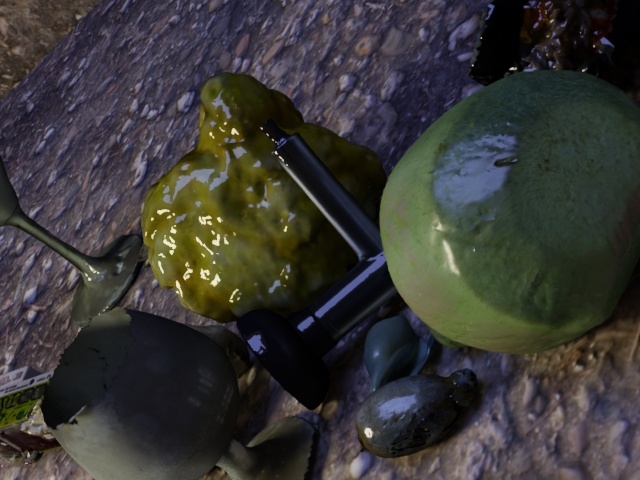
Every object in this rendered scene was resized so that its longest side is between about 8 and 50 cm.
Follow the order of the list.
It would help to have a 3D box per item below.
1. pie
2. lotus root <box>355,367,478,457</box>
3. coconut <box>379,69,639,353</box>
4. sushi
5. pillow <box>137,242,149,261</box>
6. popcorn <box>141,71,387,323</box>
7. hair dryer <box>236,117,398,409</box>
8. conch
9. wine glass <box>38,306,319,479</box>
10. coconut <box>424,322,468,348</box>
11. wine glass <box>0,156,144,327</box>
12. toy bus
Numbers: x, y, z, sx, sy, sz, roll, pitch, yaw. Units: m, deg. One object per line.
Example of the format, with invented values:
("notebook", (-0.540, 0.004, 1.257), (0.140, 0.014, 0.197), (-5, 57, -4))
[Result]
("pie", (-0.256, 0.197, 1.984), (0.337, 0.338, 0.075), (-31, 71, 34))
("lotus root", (0.109, 0.200, 1.633), (0.165, 0.088, 0.088), (-29, 35, 22))
("coconut", (0.216, -0.031, 1.531), (0.328, 0.281, 0.328), (-176, 90, -77))
("sushi", (0.309, -0.261, 1.758), (0.225, 0.219, 0.238), (-27, -49, -76))
("pillow", (-0.245, -0.032, 2.463), (0.217, 0.033, 0.130), (-18, 42, 47))
("popcorn", (-0.100, -0.041, 1.998), (0.334, 0.292, 0.293), (-57, 33, 2))
("hair dryer", (-0.010, 0.012, 1.854), (0.320, 0.284, 0.156), (-49, -16, 0))
("conch", (0.098, 0.140, 1.745), (0.180, 0.088, 0.065), (-73, -12, -57))
("wine glass", (-0.176, 0.237, 1.758), (0.238, 0.323, 0.238), (-39, 29, 27))
("coconut", (0.166, 0.081, 1.677), (0.096, 0.088, 0.088), (-60, 28, -2))
("wine glass", (-0.531, -0.033, 2.499), (0.267, 0.406, 0.267), (-35, 34, 28))
("toy bus", (-0.455, 0.280, 2.351), (0.302, 0.113, 0.139), (-19, 42, 42))
